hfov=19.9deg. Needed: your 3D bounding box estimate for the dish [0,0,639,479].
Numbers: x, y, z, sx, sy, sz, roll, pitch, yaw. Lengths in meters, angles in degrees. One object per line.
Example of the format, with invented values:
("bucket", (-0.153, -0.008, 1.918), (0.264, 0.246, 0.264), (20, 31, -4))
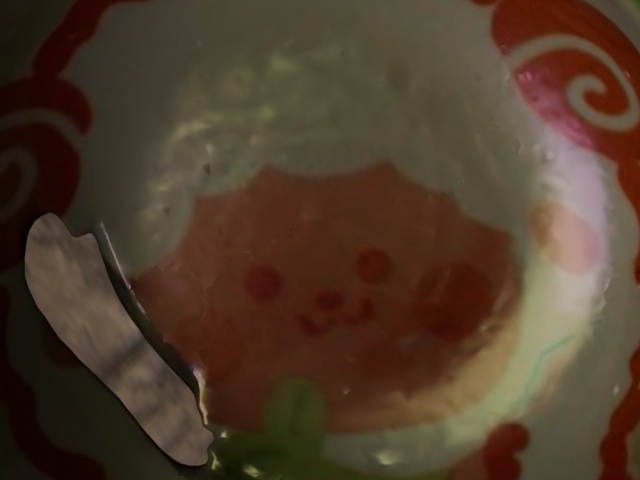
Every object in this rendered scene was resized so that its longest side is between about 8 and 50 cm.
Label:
("dish", (0.000, 0.000, 0.705), (0.324, 0.124, 0.324), (2, 108, 5))
